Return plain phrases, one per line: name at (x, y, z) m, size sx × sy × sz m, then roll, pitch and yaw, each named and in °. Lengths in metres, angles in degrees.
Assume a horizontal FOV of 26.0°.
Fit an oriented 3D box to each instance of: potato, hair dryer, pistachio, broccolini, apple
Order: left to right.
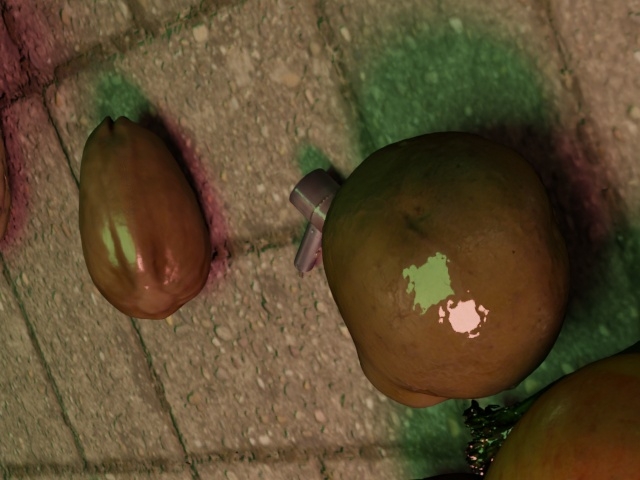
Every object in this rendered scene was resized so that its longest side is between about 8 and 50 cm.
pistachio at (-0.156, -0.019, 1.214) m, size 0.108 × 0.126 × 0.185 m, roll -11°, pitch 103°, yaw 5°
hair dryer at (0.000, 0.000, 1.111) m, size 0.063 × 0.037 × 0.114 m, roll 46°, pitch 145°, yaw 17°
potato at (0.081, 0.024, 0.946) m, size 0.235 × 0.160 × 0.178 m, roll 108°, pitch 162°, yaw -56°
broccolini at (0.181, 0.118, 0.969) m, size 0.058 × 0.074 × 0.201 m, roll 38°, pitch 134°, yaw -25°
apple at (0.210, 0.200, 0.860) m, size 0.260 × 0.194 × 0.261 m, roll 14°, pitch 123°, yaw 23°

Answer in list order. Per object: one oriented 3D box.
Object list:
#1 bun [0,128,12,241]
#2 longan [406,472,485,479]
bun at (-0.483, -0.084, 1.432) m, size 0.359 × 0.211 × 0.360 m, roll 23°, pitch 124°, yaw 37°
longan at (0.106, 0.256, 1.044) m, size 0.204 × 0.159 × 0.185 m, roll 54°, pitch 165°, yaw 47°
